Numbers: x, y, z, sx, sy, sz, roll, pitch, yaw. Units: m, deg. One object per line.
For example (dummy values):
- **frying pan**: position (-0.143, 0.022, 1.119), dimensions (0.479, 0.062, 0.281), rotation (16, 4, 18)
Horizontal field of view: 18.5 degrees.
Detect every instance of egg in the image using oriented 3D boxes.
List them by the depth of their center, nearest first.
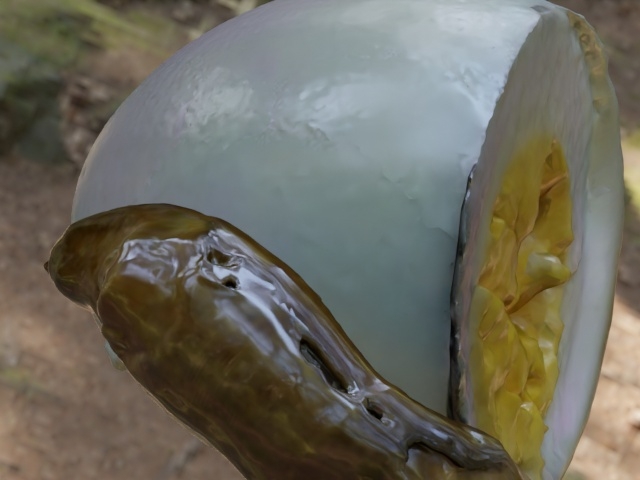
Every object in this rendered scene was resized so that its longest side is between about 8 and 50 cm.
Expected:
- **egg**: position (0.000, 0.000, 1.314), dimensions (0.340, 0.354, 0.354), rotation (6, 11, 24)

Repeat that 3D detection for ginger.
- **ginger**: position (-0.016, 0.078, 1.023), dimensions (0.309, 0.107, 0.133), rotation (38, 16, 5)
